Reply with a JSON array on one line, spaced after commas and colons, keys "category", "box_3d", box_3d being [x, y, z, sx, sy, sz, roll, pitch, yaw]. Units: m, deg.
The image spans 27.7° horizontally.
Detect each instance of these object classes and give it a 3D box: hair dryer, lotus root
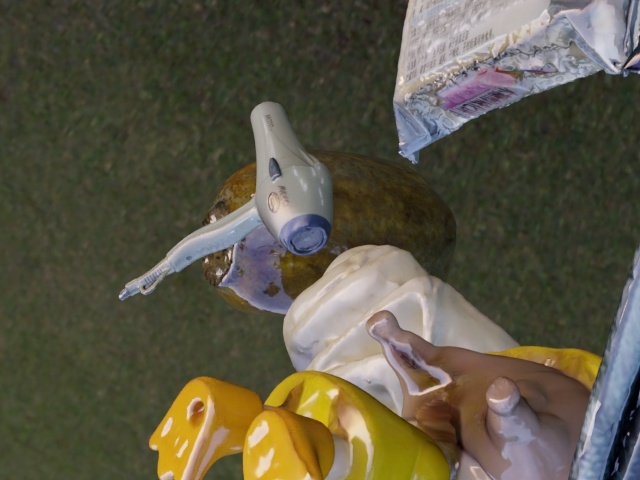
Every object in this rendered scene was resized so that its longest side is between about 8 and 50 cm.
[{"category": "hair dryer", "box_3d": [-0.080, -0.036, 1.114, 0.199, 0.167, 0.067, -19, 135, 21]}, {"category": "lotus root", "box_3d": [0.000, 0.000, 1.746, 0.346, 0.251, 0.250, -2, 160, -40]}]

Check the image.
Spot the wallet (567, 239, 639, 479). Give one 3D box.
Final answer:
[{"category": "wallet", "box_3d": [0.172, 0.008, 0.491, 0.075, 0.342, 0.237, 21, 109, 19]}]

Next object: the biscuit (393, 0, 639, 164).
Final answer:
[{"category": "biscuit", "box_3d": [0.144, -0.169, 0.942, 0.079, 0.186, 0.309, 16, 164, -25]}]

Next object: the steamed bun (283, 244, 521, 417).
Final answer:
[{"category": "steamed bun", "box_3d": [0.105, 0.180, 1.478, 0.352, 0.247, 0.339, 40, 176, -6]}]

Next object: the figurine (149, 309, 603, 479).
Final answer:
[{"category": "figurine", "box_3d": [0.082, 0.148, 0.819, 0.343, 0.187, 0.215, 13, -164, -37]}]
